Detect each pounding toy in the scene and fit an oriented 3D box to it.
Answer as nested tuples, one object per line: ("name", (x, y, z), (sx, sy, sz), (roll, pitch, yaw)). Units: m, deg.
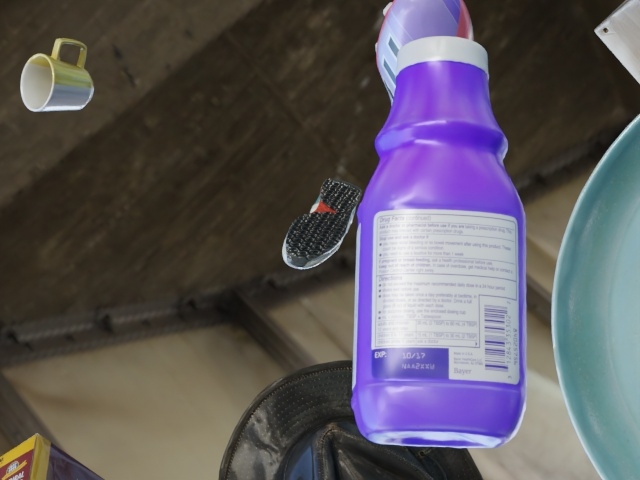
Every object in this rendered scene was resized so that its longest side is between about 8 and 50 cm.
("pounding toy", (0.463, -0.235, 1.611), (0.094, 0.206, 0.181), (-40, 1, 44))

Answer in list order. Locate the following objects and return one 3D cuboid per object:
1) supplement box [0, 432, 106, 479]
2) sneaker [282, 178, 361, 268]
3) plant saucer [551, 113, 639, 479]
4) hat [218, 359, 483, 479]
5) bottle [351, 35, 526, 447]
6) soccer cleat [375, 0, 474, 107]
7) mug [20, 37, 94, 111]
("supplement box", (-0.275, 0.342, 1.321), (0.129, 0.191, 0.194), (-33, -56, 22))
("sneaker", (0.000, 0.000, 1.423), (0.161, 0.057, 0.075), (-59, -14, -52))
("plant saucer", (0.288, 0.044, 0.708), (0.317, 0.317, 0.044), (-54, -19, 10))
("hat", (0.041, 0.286, 1.443), (0.331, 0.331, 0.134), (-38, -10, -13))
("bottle", (0.083, 0.000, 0.902), (0.118, 0.283, 0.092), (2, -17, -3))
("soccer cleat", (0.091, -0.090, 1.037), (0.083, 0.095, 0.248), (-13, -47, -18))
("mug", (-0.278, -0.173, 1.411), (0.064, 0.062, 0.078), (4, -36, -46))
